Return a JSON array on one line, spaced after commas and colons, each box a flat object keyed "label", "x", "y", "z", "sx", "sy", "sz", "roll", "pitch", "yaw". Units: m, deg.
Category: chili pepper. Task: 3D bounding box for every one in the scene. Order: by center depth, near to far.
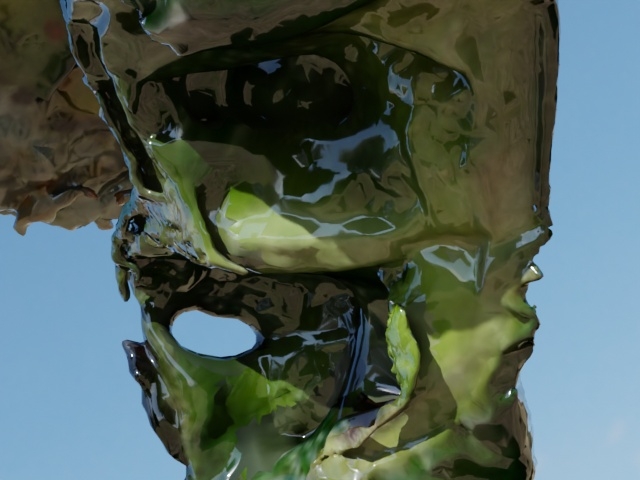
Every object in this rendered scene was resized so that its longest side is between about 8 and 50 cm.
[{"label": "chili pepper", "x": 0.000, "y": -0.001, "z": 0.567, "sx": 0.148, "sy": 0.116, "sz": 0.264, "roll": -4, "pitch": -62, "yaw": 2}]

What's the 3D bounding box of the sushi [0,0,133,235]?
[{"label": "sushi", "x": -0.160, "y": -0.181, "z": 1.105, "sx": 0.417, "sy": 0.176, "sz": 0.417, "roll": -17, "pitch": -51, "yaw": -23}]
